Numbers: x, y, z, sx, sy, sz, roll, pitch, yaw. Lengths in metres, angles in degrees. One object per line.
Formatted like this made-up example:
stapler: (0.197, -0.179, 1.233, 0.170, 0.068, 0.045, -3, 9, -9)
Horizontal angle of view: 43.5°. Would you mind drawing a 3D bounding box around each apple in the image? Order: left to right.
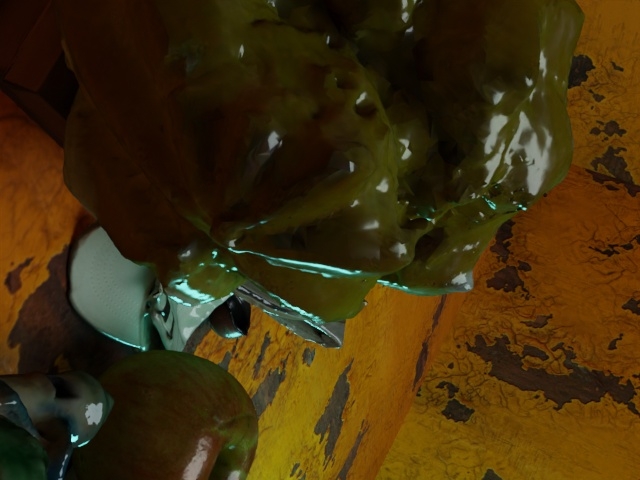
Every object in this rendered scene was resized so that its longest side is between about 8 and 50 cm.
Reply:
apple: (-0.165, 0.208, 0.842, 0.196, 0.196, 0.196, -53, 155, -37)

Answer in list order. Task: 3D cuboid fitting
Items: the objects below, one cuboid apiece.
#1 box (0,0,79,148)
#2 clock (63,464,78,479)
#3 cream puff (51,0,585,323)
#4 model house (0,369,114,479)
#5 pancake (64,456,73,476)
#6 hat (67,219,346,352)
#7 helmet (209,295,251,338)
box: (-0.166, -0.172, 0.688, 0.215, 0.086, 0.215, -63, 160, -12)
clock: (-0.268, 0.318, 0.973, 0.235, 0.029, 0.235, -58, 166, -24)
cream puff: (-0.003, -0.102, 0.536, 0.275, 0.378, 0.378, -77, -177, -75)
model house: (-0.254, 0.257, 0.619, 0.280, 0.245, 0.312, 26, 77, -63)
pancake: (-0.315, 0.258, 0.826, 0.212, 0.029, 0.235, -66, 161, -6)
hat: (-0.131, 0.032, 0.886, 0.301, 0.257, 0.168, 43, 40, -49)
helmet: (-0.131, 0.105, 1.126, 0.065, 0.049, 0.084, 58, 19, -25)
